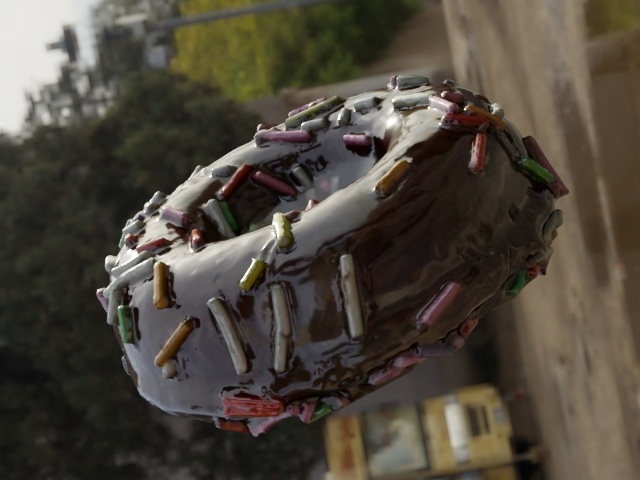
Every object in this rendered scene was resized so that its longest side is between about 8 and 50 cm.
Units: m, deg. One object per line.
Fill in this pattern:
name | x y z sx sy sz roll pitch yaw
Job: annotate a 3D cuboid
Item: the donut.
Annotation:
donut | 0.000 0.000 0.871 0.103 0.269 0.270 61 -171 -19
